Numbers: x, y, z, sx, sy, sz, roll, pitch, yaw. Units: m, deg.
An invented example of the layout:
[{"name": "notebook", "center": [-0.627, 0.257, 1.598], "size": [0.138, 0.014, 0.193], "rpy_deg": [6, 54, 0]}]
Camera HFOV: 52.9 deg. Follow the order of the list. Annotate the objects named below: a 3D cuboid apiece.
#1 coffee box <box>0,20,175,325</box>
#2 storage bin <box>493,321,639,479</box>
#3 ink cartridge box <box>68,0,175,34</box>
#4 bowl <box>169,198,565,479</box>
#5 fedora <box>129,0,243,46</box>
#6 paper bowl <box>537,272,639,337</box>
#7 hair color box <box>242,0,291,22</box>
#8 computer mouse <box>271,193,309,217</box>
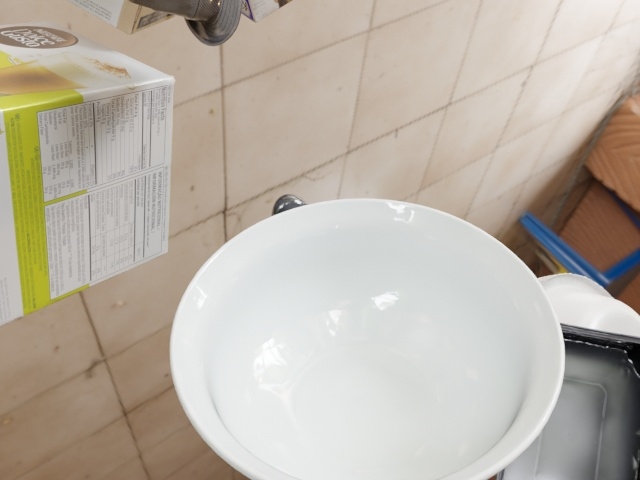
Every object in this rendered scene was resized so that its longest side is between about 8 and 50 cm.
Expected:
[{"name": "coffee box", "center": [-0.473, -0.133, 1.040], "size": [0.334, 0.338, 0.338], "rpy_deg": [-29, 139, -46]}, {"name": "storage bin", "center": [0.222, 0.170, 0.558], "size": [0.084, 0.122, 0.180], "rpy_deg": [50, 52, -68]}, {"name": "ink cartridge box", "center": [-0.370, -0.456, 1.088], "size": [0.088, 0.235, 0.193], "rpy_deg": [-59, -176, 30]}, {"name": "bowl", "center": [0.035, 0.106, 0.539], "size": [0.298, 0.298, 0.134], "rpy_deg": [-29, 140, -25]}, {"name": "fedora", "center": [-0.196, -0.377, 0.824], "size": [0.124, 0.275, 0.243], "rpy_deg": [-8, 129, -23]}, {"name": "paper bowl", "center": [0.335, 0.181, 0.831], "size": [0.284, 0.284, 0.148], "rpy_deg": [-19, 177, -38]}, {"name": "hair color box", "center": [-0.130, -0.651, 1.326], "size": [0.185, 0.110, 0.339], "rpy_deg": [-37, 147, -15]}, {"name": "computer mouse", "center": [0.000, 0.000, 1.093], "size": [0.242, 0.041, 0.071], "rpy_deg": [41, 79, -44]}]
